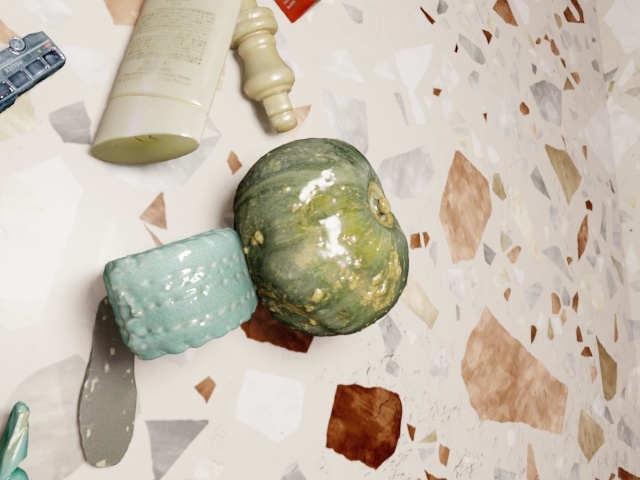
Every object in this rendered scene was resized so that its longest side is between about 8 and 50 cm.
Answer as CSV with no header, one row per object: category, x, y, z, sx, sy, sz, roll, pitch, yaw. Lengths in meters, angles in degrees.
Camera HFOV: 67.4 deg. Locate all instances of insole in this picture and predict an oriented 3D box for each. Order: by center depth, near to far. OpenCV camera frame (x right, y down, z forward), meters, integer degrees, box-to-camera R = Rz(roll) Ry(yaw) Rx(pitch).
insole,-0.308,0.202,0.707,0.081,0.011,0.247,11,73,-38

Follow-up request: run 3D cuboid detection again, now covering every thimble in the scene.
thimble,-0.203,0.071,0.689,0.235,0.198,0.143,-28,102,-72

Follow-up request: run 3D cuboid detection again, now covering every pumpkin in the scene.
pumpkin,0.000,0.000,0.817,0.291,0.257,0.327,20,50,-57

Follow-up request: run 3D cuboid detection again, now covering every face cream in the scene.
face cream,-0.239,-0.282,0.775,0.081,0.174,0.348,64,34,-68

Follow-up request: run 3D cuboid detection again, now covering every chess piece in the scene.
chess piece,-0.132,-0.395,0.903,0.117,0.117,0.397,-23,97,-38

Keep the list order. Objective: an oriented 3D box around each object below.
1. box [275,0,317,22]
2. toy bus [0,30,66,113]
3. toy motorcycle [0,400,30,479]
box,-0.009,-0.570,1.016,0.099,0.133,0.182,49,58,-20
toy bus,-0.440,-0.231,0.672,0.065,0.047,0.166,50,55,-23
toy motorcycle,-0.405,0.340,0.548,0.198,0.109,0.296,8,77,-39
